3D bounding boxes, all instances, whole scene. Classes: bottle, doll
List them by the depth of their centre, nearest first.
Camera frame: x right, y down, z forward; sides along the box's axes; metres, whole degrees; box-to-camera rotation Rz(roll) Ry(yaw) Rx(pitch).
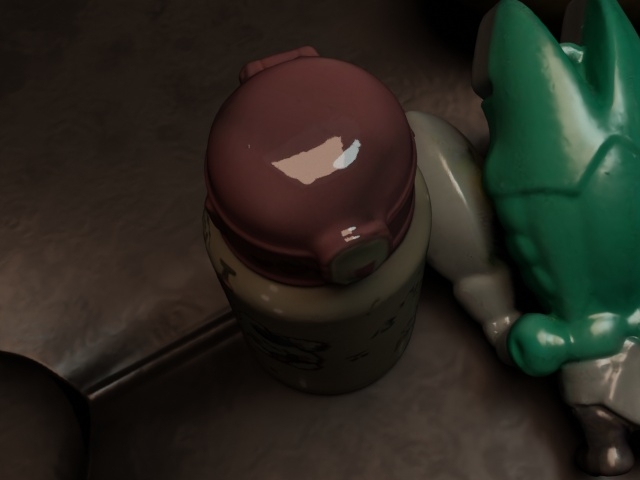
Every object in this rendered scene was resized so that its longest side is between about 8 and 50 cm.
[{"bbox_3d":[0.000,0.000,0.427,0.110,0.233,0.110,-1,67,2],"label":"bottle"},{"bbox_3d":[0.130,-0.009,0.490,0.195,0.153,0.258,17,84,-10],"label":"doll"}]

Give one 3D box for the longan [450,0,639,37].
[{"bbox_3d":[0.177,-0.238,0.529,0.215,0.246,0.246,44,71,-18],"label":"longan"}]
